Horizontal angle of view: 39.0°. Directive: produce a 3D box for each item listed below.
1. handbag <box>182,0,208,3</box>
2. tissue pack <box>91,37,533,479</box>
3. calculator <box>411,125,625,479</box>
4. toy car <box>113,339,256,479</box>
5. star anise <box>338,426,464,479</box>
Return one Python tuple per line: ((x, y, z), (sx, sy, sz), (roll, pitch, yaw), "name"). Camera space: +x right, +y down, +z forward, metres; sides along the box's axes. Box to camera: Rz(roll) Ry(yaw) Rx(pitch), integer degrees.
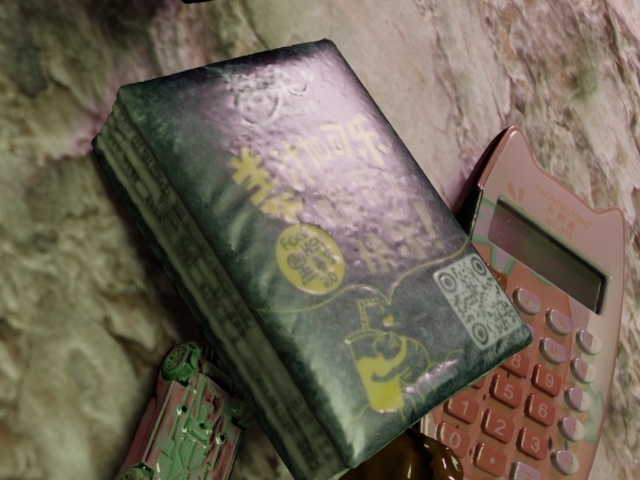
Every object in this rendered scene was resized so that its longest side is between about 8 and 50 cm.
((-0.152, -0.253, 0.476), (0.325, 0.269, 0.118), (31, 82, -30), "handbag")
((0.000, 0.000, 0.573), (0.185, 0.081, 0.257), (-23, 75, -42), "tissue pack")
((0.168, 0.082, 0.758), (0.220, 0.048, 0.330), (32, 62, -29), "calculator")
((-0.084, 0.126, 0.533), (0.069, 0.055, 0.142), (45, 43, -30), "toy car")
((0.090, 0.236, 0.582), (0.346, 0.148, 0.237), (18, 70, -20), "star anise")
